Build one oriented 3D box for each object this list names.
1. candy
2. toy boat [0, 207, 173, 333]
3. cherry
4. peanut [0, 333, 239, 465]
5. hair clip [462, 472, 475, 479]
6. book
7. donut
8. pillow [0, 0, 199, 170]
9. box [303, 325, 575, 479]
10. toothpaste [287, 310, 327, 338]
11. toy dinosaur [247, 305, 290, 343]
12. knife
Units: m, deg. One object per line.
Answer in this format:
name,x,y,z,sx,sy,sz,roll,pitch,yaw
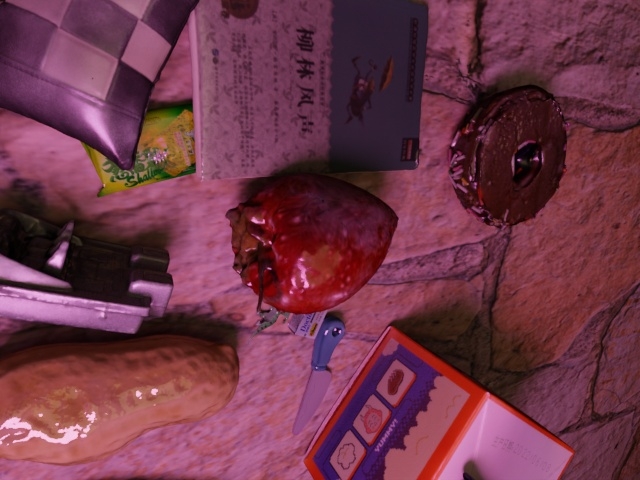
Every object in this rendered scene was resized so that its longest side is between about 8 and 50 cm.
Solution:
candy,-0.204,-0.121,0.513,0.179,0.032,0.102,-19,112,-23
toy boat,-0.325,0.018,0.425,0.320,0.141,0.092,16,108,-31
cherry,0.000,0.000,0.566,0.250,0.192,0.175,-18,142,-17
peanut,-0.260,0.199,0.524,0.319,0.148,0.147,2,104,-34
hair clip,0.279,0.405,0.634,0.230,0.039,0.070,27,91,-35
book,0.006,-0.225,0.581,0.380,0.031,0.263,-9,108,-31
donut,0.353,-0.153,0.764,0.270,0.103,0.269,-9,111,-25
pillow,-0.237,-0.222,0.420,0.186,0.106,0.249,25,92,-14
box,0.217,0.402,0.764,0.349,0.257,0.318,35,85,-30
toothpaste,-0.001,0.083,0.681,0.046,0.034,0.164,22,93,-32
toy dinosaur,-0.082,0.133,0.661,0.062,0.021,0.083,27,90,-44
knife,-0.002,0.249,0.736,0.058,0.032,0.243,2,108,-37
